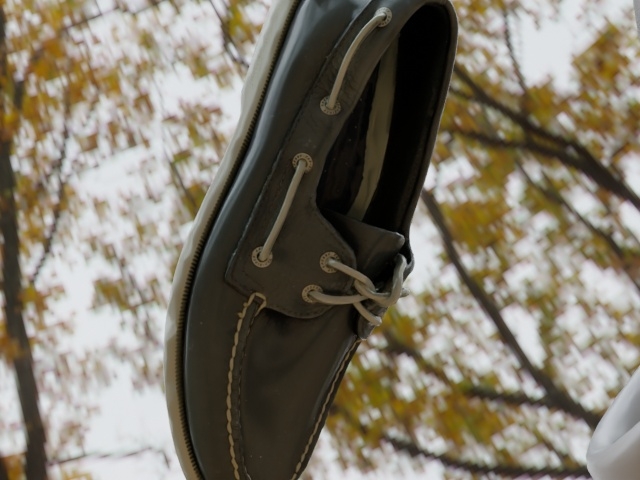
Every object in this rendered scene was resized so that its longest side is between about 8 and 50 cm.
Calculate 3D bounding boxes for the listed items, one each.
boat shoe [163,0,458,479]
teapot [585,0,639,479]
[{"bbox_3d":[0.000,0.000,1.083,0.116,0.099,0.319,19,-97,-48],"label":"boat shoe"},{"bbox_3d":[0.183,-0.064,0.482,0.252,0.187,0.256,-3,-76,21],"label":"teapot"}]
